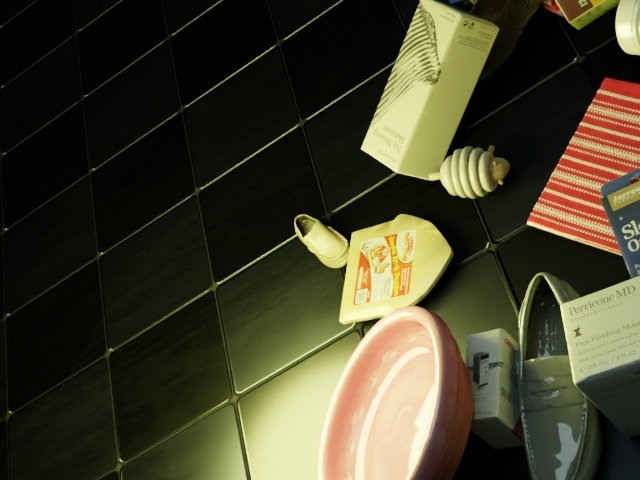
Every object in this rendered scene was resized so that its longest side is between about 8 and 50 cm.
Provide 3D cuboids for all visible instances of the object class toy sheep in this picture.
[{"bbox_3d":[0.235,-0.108,1.955,0.132,0.091,0.091,-9,54,28],"label":"toy sheep"}]

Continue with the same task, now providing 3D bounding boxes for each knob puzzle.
[{"bbox_3d":[0.128,0.044,1.968,0.213,0.030,0.213,-22,47,26],"label":"knob puzzle"}]

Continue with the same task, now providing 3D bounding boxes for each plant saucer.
[{"bbox_3d":[0.107,0.258,1.711,0.332,0.084,0.332,-51,27,39],"label":"plant saucer"}]

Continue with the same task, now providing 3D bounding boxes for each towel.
[{"bbox_3d":[0.446,-0.112,1.826,0.198,0.031,0.275,21,76,44],"label":"towel"}]

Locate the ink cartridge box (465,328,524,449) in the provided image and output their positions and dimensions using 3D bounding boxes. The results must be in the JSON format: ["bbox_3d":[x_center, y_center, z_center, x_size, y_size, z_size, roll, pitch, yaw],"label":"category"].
[{"bbox_3d":[0.243,0.204,1.703,0.056,0.099,0.135,-15,51,32],"label":"ink cartridge box"}]

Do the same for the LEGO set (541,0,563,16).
[{"bbox_3d":[0.350,-0.478,2.127,0.087,0.093,0.227,-49,42,-1],"label":"LEGO set"}]

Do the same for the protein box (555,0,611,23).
[{"bbox_3d":[0.444,-0.442,1.920,0.201,0.200,0.136,-32,87,17],"label":"protein box"}]

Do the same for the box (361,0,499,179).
[{"bbox_3d":[0.176,-0.246,2.021,0.113,0.094,0.275,36,110,47],"label":"box"}]

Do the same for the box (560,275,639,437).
[{"bbox_3d":[0.422,0.137,1.546,0.181,0.182,0.119,-24,48,24],"label":"box"}]

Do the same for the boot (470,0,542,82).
[{"bbox_3d":[0.256,-0.428,2.129,0.236,0.089,0.270,-51,44,23],"label":"boot"}]

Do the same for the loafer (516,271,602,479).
[{"bbox_3d":[0.307,0.192,1.650,0.112,0.111,0.320,-17,51,25],"label":"loafer"}]

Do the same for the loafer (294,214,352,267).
[{"bbox_3d":[0.000,0.000,2.090,0.056,0.050,0.148,-53,42,-6],"label":"loafer"}]

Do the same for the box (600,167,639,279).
[{"bbox_3d":[0.473,-0.021,1.706,0.136,0.036,0.225,-26,52,17],"label":"box"}]

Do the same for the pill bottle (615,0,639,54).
[{"bbox_3d":[0.561,-0.315,1.802,0.245,0.136,0.136,12,68,44],"label":"pill bottle"}]

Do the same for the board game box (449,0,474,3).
[{"bbox_3d":[0.282,-0.435,2.004,0.168,0.033,0.133,-5,53,53],"label":"board game box"}]
